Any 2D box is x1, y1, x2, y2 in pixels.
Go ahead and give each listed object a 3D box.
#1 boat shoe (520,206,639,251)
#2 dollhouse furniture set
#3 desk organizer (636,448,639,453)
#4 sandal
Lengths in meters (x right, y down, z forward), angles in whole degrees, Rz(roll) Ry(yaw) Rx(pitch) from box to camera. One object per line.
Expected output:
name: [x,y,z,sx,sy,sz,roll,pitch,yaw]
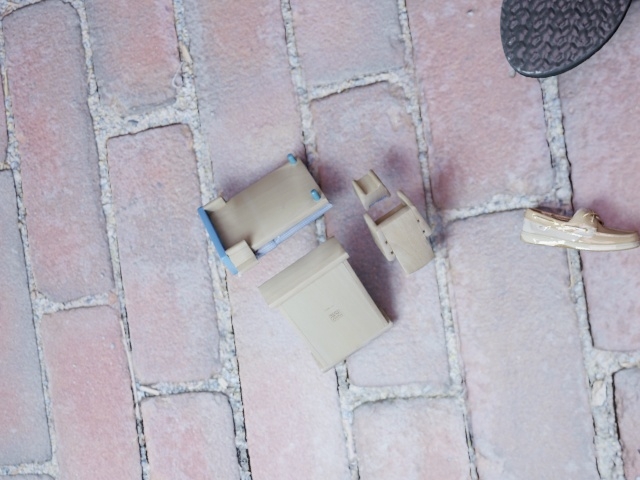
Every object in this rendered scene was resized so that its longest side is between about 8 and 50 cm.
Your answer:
boat shoe: [0.371,-0.019,1.360,0.170,0.063,0.059,5,100,24]
dollhouse furniture set: [0.000,0.000,1.525,0.286,0.198,0.303,-34,45,-1]
desk organizer: [0.504,0.324,1.317,0.130,0.050,0.047,55,145,-3]
sandal: [0.384,-0.426,1.334,0.168,0.107,0.445,18,86,23]
